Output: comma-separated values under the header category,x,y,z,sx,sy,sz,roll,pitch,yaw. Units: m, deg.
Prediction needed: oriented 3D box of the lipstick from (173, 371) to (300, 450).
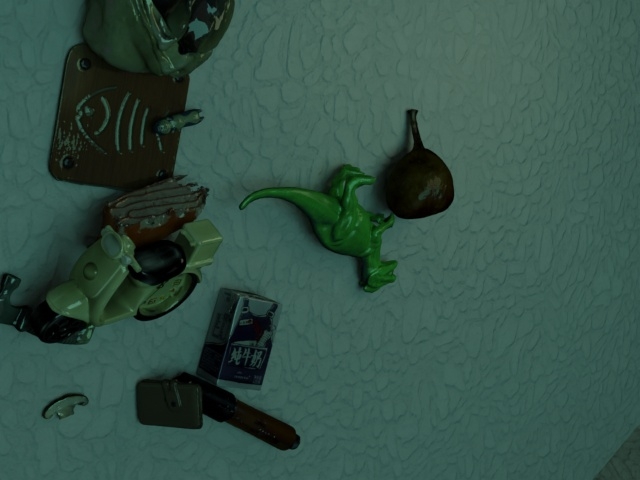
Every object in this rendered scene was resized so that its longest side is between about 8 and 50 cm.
category,x,y,z,sx,sy,sz,roll,pitch,yaw
lipstick,-0.198,0.428,2.146,0.418,0.077,0.077,36,78,-38

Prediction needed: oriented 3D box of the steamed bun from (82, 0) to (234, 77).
category,x,y,z,sx,sy,sz,roll,pitch,yaw
steamed bun,-0.305,-0.473,1.757,0.275,0.206,0.320,50,64,-31

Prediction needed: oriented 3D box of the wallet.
category,x,y,z,sx,sy,sz,roll,pitch,yaw
wallet,-0.342,0.371,1.984,0.039,0.152,0.118,-34,124,-71

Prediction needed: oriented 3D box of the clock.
category,x,y,z,sx,sy,sz,roll,pitch,yaw
clock,-0.393,0.076,1.800,0.379,0.120,0.276,-14,145,-52

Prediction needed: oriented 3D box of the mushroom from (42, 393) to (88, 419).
category,x,y,z,sx,sy,sz,roll,pitch,yaw
mushroom,-0.551,0.358,1.889,0.101,0.019,0.049,-17,110,-32

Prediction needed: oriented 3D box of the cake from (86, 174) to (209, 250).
category,x,y,z,sx,sy,sz,roll,pitch,yaw
cake,-0.361,-0.058,1.858,0.287,0.098,0.135,-35,152,-23

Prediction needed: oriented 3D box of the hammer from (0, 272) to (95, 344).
category,x,y,z,sx,sy,sz,roll,pitch,yaw
hammer,-0.579,0.172,1.808,0.226,0.041,0.159,23,87,-39

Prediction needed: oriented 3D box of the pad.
category,x,y,z,sx,sy,sz,roll,pitch,yaw
pad,-0.420,-0.249,1.847,0.284,0.018,0.287,7,95,-39

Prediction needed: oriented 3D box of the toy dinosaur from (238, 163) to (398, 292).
category,x,y,z,sx,sy,sz,roll,pitch,yaw
toy dinosaur,0.000,0.000,2.193,0.500,0.144,0.375,-15,122,-31

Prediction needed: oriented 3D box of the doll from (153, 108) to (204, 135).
category,x,y,z,sx,sy,sz,roll,pitch,yaw
doll,-0.307,-0.259,1.903,0.125,0.027,0.037,-25,108,-32

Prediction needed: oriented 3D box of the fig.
category,x,y,z,sx,sy,sz,roll,pitch,yaw
fig,0.271,-0.193,2.294,0.190,0.190,0.290,9,96,-39

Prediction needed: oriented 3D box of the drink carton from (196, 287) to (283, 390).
category,x,y,z,sx,sy,sz,roll,pitch,yaw
drink carton,-0.192,0.235,2.091,0.134,0.102,0.222,15,90,-37
